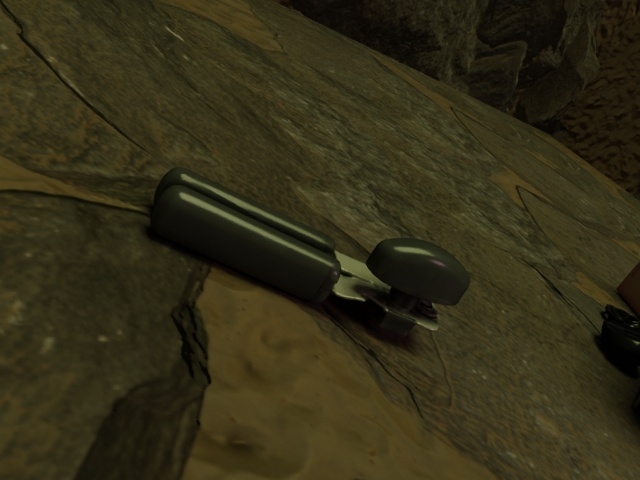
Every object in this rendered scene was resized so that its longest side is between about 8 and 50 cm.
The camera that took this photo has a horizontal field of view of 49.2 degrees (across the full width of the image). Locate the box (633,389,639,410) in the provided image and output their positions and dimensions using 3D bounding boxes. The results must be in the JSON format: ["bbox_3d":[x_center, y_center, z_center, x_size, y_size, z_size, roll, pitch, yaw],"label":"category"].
[{"bbox_3d":[0.627,0.164,0.796,0.395,0.212,0.293,35,44,23],"label":"box"}]

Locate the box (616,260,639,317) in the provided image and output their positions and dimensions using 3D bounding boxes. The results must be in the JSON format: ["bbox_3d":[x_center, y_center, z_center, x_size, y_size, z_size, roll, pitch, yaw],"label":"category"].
[{"bbox_3d":[0.653,0.114,1.212,0.127,0.148,0.232,26,22,-17],"label":"box"}]

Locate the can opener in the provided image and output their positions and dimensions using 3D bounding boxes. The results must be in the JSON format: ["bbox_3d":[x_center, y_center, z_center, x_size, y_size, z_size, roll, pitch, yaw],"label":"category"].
[{"bbox_3d":[0.000,0.000,0.608,0.284,0.095,0.076,25,22,-20],"label":"can opener"}]

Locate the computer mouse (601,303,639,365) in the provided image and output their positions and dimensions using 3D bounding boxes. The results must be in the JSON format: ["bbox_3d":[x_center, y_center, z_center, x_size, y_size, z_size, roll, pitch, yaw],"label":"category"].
[{"bbox_3d":[0.445,0.138,1.033,0.071,0.041,0.242,21,13,16],"label":"computer mouse"}]
